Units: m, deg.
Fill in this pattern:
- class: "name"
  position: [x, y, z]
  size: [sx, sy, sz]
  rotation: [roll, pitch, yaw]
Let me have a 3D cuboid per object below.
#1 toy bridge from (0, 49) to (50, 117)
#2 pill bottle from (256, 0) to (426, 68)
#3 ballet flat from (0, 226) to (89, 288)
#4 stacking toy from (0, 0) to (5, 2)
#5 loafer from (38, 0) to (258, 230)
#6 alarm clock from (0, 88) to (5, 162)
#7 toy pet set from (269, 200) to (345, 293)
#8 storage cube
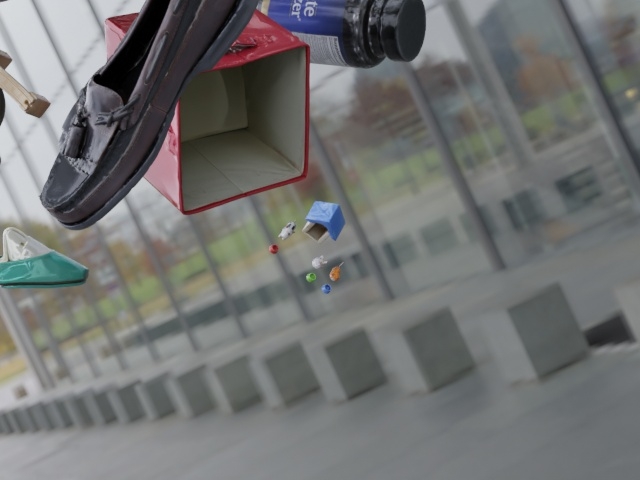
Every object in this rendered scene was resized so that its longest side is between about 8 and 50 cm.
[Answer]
- class: "toy bridge"
  position: [-0.399, -0.222, 1.778]
  size: [0.026, 0.188, 0.063]
  rotation: [-47, -24, 12]
- class: "pill bottle"
  position: [0.027, -0.300, 2.027]
  size: [0.219, 0.122, 0.123]
  rotation: [9, 18, 28]
- class: "ballet flat"
  position: [-0.420, 0.027, 1.894]
  size: [0.247, 0.087, 0.083]
  rotation: [-7, 9, -17]
- class: "stacking toy"
  position: [-0.378, -0.429, 1.721]
  size: [0.130, 0.279, 0.309]
  rotation: [-19, 26, 34]
- class: "loafer"
  position: [-0.181, -0.153, 1.398]
  size: [0.302, 0.095, 0.109]
  rotation: [-54, 45, 0]
- class: "alarm clock"
  position: [-0.538, -0.189, 2.255]
  size: [0.129, 0.192, 0.064]
  rotation: [-33, 23, -26]
- class: "toy pet set"
  position: [0.000, 0.000, 2.373]
  size: [0.065, 0.122, 0.114]
  rotation: [-43, 14, 51]
- class: "storage cube"
  position: [-0.141, -0.172, 1.821]
  size: [0.184, 0.215, 0.193]
  rotation: [-19, 39, -28]
